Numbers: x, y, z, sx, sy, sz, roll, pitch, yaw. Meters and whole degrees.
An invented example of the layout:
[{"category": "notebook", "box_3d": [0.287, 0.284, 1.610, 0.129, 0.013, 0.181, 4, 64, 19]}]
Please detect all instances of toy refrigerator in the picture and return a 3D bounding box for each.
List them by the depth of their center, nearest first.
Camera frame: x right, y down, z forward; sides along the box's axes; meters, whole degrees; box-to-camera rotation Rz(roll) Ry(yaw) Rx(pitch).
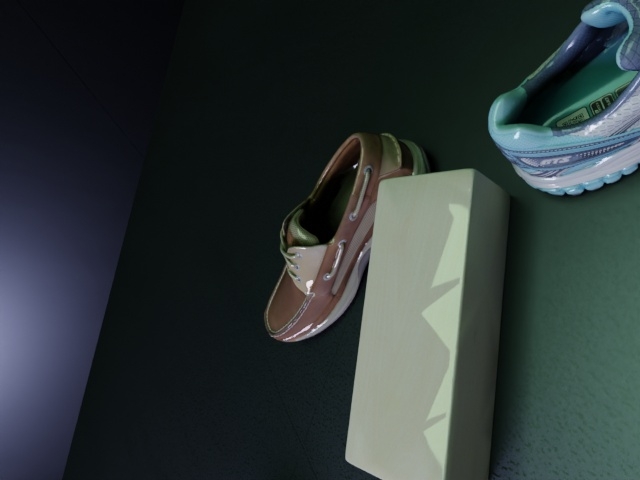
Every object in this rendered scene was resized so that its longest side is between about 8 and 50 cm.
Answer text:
[{"category": "toy refrigerator", "box_3d": [0.107, 0.079, 0.401, 0.102, 0.094, 0.270, -1, 79, 45]}]

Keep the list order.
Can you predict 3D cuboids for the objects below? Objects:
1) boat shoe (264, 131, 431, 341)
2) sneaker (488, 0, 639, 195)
[{"category": "boat shoe", "box_3d": [0.000, 0.000, 0.540, 0.325, 0.116, 0.123, -58, 40, 22]}, {"category": "sneaker", "box_3d": [0.241, -0.130, 0.268, 0.283, 0.122, 0.110, -41, 49, 37]}]
